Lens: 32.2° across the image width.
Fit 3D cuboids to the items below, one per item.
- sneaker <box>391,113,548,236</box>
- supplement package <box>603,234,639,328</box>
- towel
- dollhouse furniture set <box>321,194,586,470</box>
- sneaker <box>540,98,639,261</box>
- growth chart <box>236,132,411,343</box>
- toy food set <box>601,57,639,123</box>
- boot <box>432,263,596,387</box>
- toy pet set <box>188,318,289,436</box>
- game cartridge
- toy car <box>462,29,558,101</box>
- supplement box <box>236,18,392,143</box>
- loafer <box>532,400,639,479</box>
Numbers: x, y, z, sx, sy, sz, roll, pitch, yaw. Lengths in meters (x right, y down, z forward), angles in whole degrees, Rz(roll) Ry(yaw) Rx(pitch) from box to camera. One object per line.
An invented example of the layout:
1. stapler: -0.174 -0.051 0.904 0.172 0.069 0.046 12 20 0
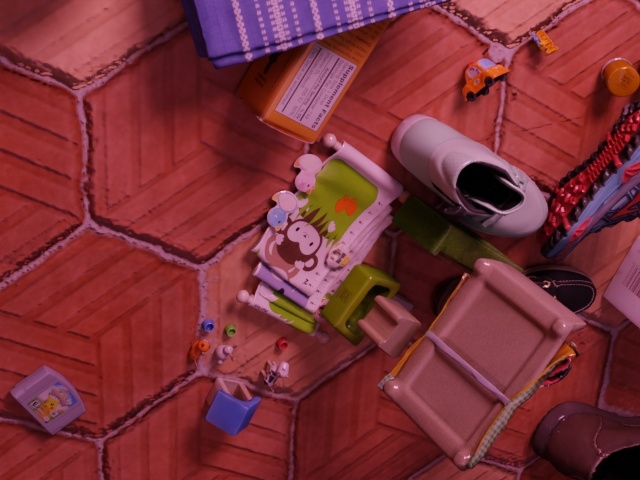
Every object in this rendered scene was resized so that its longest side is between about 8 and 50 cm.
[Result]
1. sneaker: 0.204 -0.044 1.291 0.256 0.151 0.094 28 102 -37
2. supplement package: 0.506 0.077 1.538 0.179 0.105 0.105 15 111 -32
3. towel: 0.016 -0.320 1.042 0.336 0.040 0.243 -16 108 -3
4. dollhouse furniture set: 0.170 0.114 1.257 0.151 0.301 0.198 30 99 -42
5. sneaker: 0.372 -0.049 1.347 0.125 0.104 0.262 28 130 -11
6. growth chart: 0.000 0.000 1.299 0.172 0.021 0.237 23 104 -35
7. toy food set: 0.440 -0.162 1.393 0.111 0.104 0.232 -41 110 18
8. boot: 0.282 0.111 1.401 0.236 0.178 0.085 -4 119 -23
9. toy pet set: -0.099 0.168 1.321 0.122 0.065 0.114 16 110 -32
10. game cartridge: -0.306 0.181 1.259 0.056 0.017 0.083 -38 128 -6
11. toy car: 0.212 -0.205 1.284 0.122 0.060 0.040 -31 84 -27
12. supplement box: 0.010 -0.220 1.139 0.080 0.078 0.233 26 105 -37
13. loafer: 0.480 0.342 1.665 0.365 0.130 0.134 12 112 -31
